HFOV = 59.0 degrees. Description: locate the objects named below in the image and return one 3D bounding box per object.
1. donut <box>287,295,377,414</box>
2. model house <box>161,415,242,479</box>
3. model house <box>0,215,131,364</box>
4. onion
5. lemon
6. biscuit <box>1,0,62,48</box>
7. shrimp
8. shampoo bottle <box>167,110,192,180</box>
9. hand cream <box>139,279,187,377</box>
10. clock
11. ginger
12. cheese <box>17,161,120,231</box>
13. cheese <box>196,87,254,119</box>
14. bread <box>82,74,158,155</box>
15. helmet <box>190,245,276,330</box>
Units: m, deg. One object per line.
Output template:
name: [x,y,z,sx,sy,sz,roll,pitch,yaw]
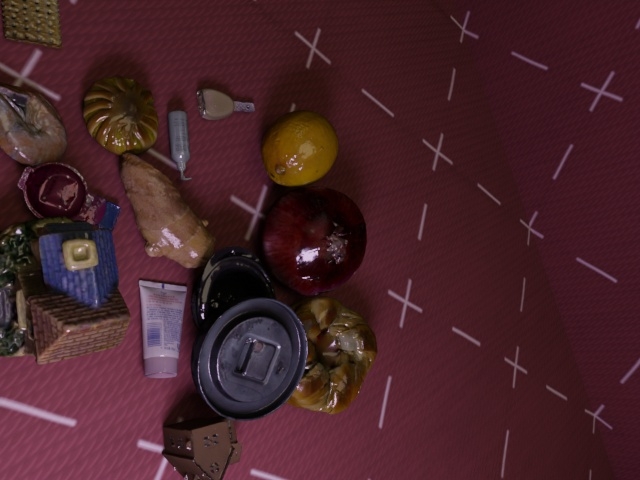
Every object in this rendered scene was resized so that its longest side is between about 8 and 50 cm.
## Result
donut: [0.007,0.341,1.705,0.360,0.170,0.360,8,77,-38]
model house: [-0.278,0.575,1.406,0.176,0.181,0.248,-1,81,-40]
model house: [-0.565,0.106,1.201,0.261,0.266,0.321,-8,94,-43]
onion: [0.000,0.000,1.700,0.348,0.285,0.347,-3,97,-26]
lemon: [-0.065,-0.283,1.747,0.263,0.236,0.235,-18,92,-53]
biscuit: [-0.726,-0.598,1.412,0.139,0.016,0.231,-3,82,-40]
shrimp: [-0.720,-0.314,1.323,0.317,0.077,0.168,60,41,-18]
shampoo bottle: [-0.394,-0.263,1.583,0.056,0.056,0.195,1,79,-39]
hand cream: [-0.411,0.225,1.455,0.133,0.083,0.247,16,59,-37]
clock: [-0.178,0.299,1.452,0.319,0.066,0.318,-3,96,-35]
ginger: [-0.414,-0.075,1.486,0.190,0.126,0.353,-34,99,-29]
cheese: [-0.604,-0.099,1.370,0.244,0.062,0.155,29,66,-39]
cheese: [-0.283,-0.411,1.720,0.192,0.037,0.097,-6,85,-39]
bread: [-0.513,-0.328,1.472,0.213,0.105,0.213,8,77,-35]
helmet: [-0.253,0.160,1.532,0.231,0.160,0.278,-12,92,-35]
